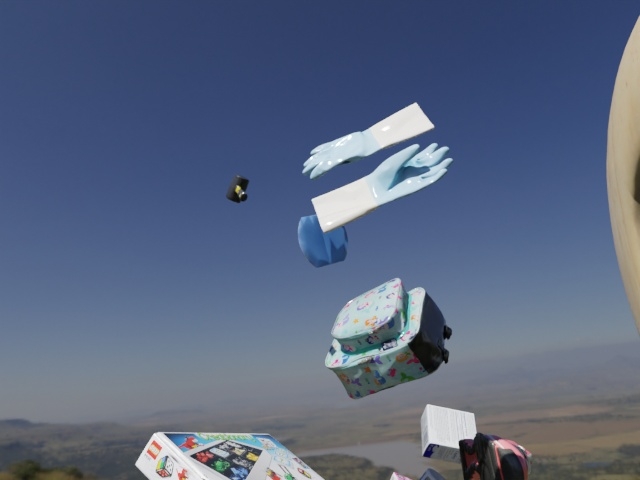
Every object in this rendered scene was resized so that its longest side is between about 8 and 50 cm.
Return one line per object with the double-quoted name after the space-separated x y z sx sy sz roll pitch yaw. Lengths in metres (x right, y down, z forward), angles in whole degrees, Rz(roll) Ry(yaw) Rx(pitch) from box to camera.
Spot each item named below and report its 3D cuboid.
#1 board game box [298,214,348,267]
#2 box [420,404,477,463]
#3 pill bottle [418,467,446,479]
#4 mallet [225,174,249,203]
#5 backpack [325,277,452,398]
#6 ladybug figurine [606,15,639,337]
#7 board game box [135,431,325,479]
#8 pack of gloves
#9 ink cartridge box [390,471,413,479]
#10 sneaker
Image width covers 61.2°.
0.000 0.000 1.397 0.169 0.133 0.033 -13 -3 -42 "board game box"
0.350 0.529 1.473 0.137 0.126 0.072 11 -54 0 "box"
0.245 0.607 1.277 0.120 0.067 0.067 -54 -27 4 "pill bottle"
-0.177 -0.095 1.164 0.039 0.062 0.189 22 12 -16 "mallet"
0.130 0.220 1.185 0.254 0.191 0.225 -36 11 27 "backpack"
0.333 0.006 0.327 0.162 0.449 0.305 -11 -4 -9 "ladybug figurine"
-0.087 0.345 0.754 0.193 0.053 0.305 28 -6 30 "board game box"
0.080 -0.135 0.865 0.232 0.195 0.046 -24 -43 5 "pack of gloves"
0.375 0.770 1.508 0.371 0.069 0.176 24 -8 2 "ink cartridge box"
0.390 0.457 1.139 0.136 0.115 0.314 -5 -17 -2 "sneaker"
